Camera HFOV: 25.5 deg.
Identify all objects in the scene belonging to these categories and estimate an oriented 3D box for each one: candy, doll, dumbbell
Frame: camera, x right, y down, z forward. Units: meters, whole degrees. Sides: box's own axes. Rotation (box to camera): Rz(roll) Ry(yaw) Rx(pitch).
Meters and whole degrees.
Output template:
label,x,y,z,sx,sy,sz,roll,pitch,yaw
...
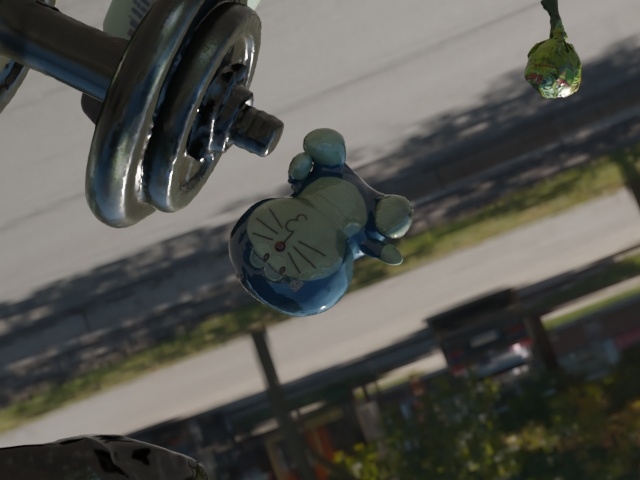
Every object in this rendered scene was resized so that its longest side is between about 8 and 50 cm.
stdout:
label,x,y,z,sx,sy,sz,roll,pitch,yaw
candy,0.147,-0.148,0.906,0.035,0.123,0.035,11,158,-25
doll,0.000,0.000,0.671,0.083,0.076,0.050,-41,155,-15
dumbbell,-0.159,-0.121,0.916,0.290,0.192,0.192,24,176,7

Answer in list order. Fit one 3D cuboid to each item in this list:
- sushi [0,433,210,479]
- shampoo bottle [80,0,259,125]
label,x,y,z,sx,sy,sz,roll,pitch,yaw
sushi,-0.199,0.190,0.648,0.350,0.171,0.211,9,142,-27
shampoo bottle,-0.109,-0.255,1.296,0.359,0.134,0.078,-58,158,20
